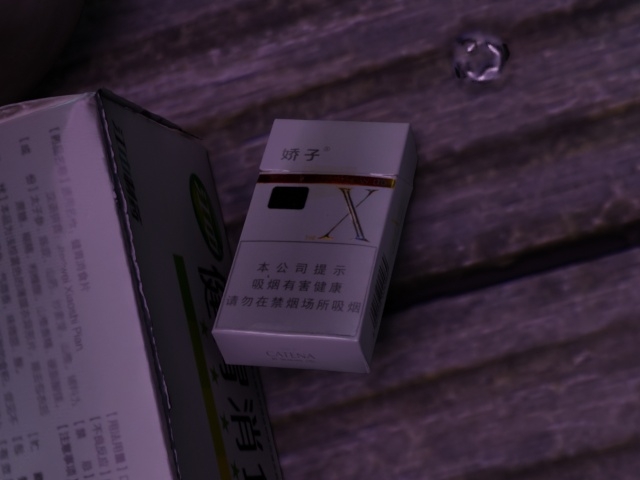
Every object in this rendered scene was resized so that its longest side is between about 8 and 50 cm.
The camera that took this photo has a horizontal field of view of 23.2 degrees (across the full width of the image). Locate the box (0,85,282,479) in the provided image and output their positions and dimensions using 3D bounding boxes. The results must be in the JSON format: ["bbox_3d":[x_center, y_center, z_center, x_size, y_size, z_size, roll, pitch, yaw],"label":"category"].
[{"bbox_3d":[-0.118,0.101,0.861,0.145,0.173,0.332,-16,78,15],"label":"box"}]

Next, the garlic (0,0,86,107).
[{"bbox_3d":[-0.276,-0.183,0.912,0.340,0.246,0.231,-41,63,27],"label":"garlic"}]

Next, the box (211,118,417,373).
[{"bbox_3d":[0.000,0.000,0.876,0.084,0.040,0.154,1,53,18],"label":"box"}]
